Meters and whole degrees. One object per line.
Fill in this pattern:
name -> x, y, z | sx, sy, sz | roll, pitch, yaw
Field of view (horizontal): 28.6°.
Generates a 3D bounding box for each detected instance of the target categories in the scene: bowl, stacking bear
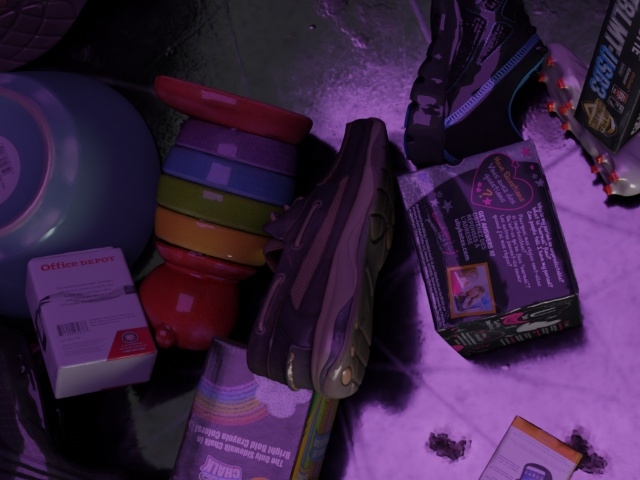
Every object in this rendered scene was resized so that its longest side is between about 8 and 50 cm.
bowl -> -0.358, -0.073, 1.465 | 0.311, 0.163, 0.312 | -3, 78, 13
stacking bear -> -0.122, -0.018, 1.408 | 0.164, 0.175, 0.289 | 17, 93, 23

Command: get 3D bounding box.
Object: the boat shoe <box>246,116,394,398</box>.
boat shoe -> 0.000, 0.000, 1.321 | 0.130, 0.132, 0.355 | 4, 48, 11

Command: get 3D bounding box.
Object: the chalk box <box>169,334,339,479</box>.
chalk box -> -0.071, 0.226, 1.355 | 0.132, 0.132, 0.213 | 15, 84, 14

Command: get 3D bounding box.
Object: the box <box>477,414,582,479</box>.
box -> 0.210, 0.264, 1.334 | 0.081, 0.028, 0.136 | 31, 90, 17

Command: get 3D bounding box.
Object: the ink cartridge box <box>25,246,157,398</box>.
ink cartridge box -> -0.256, 0.088, 1.387 | 0.109, 0.063, 0.150 | -8, 53, -23

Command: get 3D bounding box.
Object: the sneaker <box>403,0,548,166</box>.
sneaker -> 0.186, -0.241, 1.400 | 0.139, 0.125, 0.341 | 10, 91, 6

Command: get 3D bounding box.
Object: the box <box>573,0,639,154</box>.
box -> 0.387, -0.253, 1.220 | 0.293, 0.295, 0.073 | -42, 72, -13

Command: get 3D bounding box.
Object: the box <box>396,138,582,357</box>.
box -> 0.179, 0.014, 1.274 | 0.142, 0.247, 0.163 | -15, 76, 8

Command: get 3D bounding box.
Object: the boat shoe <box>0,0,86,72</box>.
boat shoe -> -0.345, -0.327, 1.547 | 0.324, 0.123, 0.116 | -35, 40, 14

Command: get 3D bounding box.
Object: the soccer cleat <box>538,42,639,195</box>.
soccer cleat -> 0.307, -0.137, 1.373 | 0.076, 0.068, 0.196 | -22, 71, -14

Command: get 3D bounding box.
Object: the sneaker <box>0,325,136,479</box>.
sneaker -> -0.393, 0.170, 1.440 | 0.202, 0.185, 0.483 | -42, 79, -11
